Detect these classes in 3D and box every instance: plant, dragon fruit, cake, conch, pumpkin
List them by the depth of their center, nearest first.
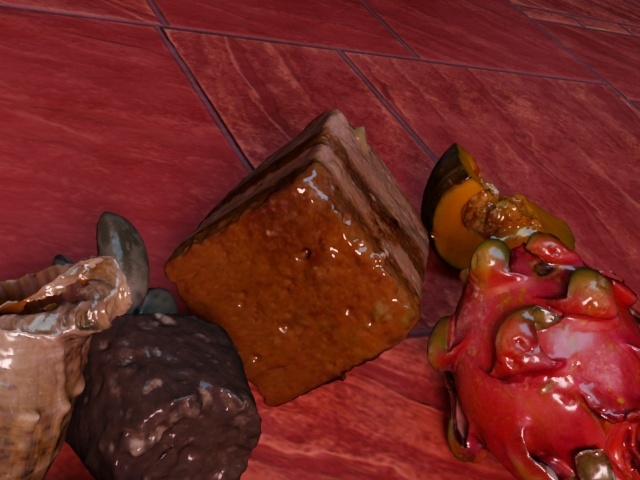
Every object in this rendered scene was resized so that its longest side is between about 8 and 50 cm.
[{"bbox_3d":[-0.261,0.130,0.717,0.291,0.159,0.210,-24,8,-13],"label":"conch"},{"bbox_3d":[-0.165,0.104,0.846,0.149,0.146,0.274,19,24,-44],"label":"plant"},{"bbox_3d":[0.247,0.143,0.957,0.307,0.243,0.227,31,-6,20],"label":"dragon fruit"},{"bbox_3d":[0.000,0.000,1.007,0.196,0.198,0.293,50,25,-11],"label":"cake"},{"bbox_3d":[0.228,-0.014,1.304,0.248,0.126,0.131,33,19,-21],"label":"pumpkin"}]
